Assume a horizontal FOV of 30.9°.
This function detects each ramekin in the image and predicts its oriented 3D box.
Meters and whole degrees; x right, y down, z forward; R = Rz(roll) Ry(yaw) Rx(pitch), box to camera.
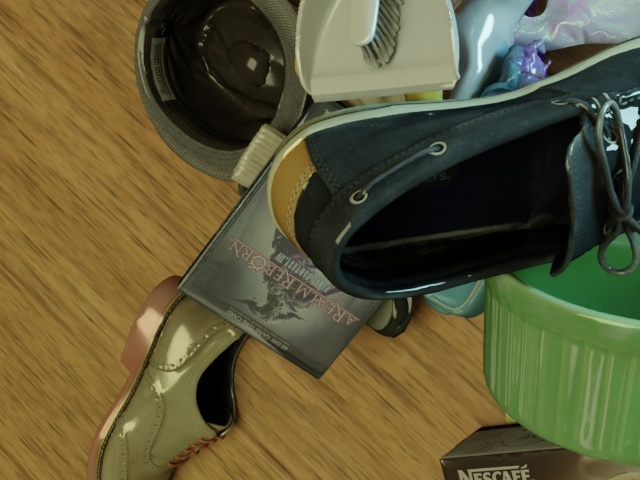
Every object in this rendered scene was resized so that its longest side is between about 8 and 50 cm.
[{"bbox_3d":[0.294,0.082,1.084,0.303,0.303,0.148,16,115,30],"label":"ramekin"}]

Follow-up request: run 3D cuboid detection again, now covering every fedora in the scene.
[{"bbox_3d":[-0.091,-0.203,1.376,0.275,0.124,0.244,31,113,28],"label":"fedora"}]

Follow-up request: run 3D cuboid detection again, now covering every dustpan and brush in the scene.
[{"bbox_3d":[0.041,-0.226,0.933,0.147,0.060,0.211,-1,81,33],"label":"dustpan and brush"}]

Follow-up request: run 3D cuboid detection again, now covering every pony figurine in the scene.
[{"bbox_3d":[0.169,-0.240,1.109,0.303,0.363,0.351,28,98,34],"label":"pony figurine"}]

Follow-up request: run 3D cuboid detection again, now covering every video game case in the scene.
[{"bbox_3d":[0.000,0.000,1.264,0.196,0.026,0.274,34,107,-13],"label":"video game case"}]

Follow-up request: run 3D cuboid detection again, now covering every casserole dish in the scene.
[{"bbox_3d":[0.161,0.004,1.306,0.114,0.037,0.188,35,115,22],"label":"casserole dish"}]

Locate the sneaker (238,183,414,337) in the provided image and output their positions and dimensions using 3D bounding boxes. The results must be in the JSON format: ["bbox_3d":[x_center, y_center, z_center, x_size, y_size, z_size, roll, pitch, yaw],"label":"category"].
[{"bbox_3d":[0.003,0.011,1.357,0.271,0.108,0.100,50,137,16],"label":"sneaker"}]

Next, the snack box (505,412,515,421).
[{"bbox_3d":[0.243,0.126,1.274,0.100,0.037,0.141,-9,94,35],"label":"snack box"}]

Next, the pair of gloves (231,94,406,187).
[{"bbox_3d":[0.048,-0.102,1.260,0.204,0.042,0.240,37,101,-19],"label":"pair of gloves"}]

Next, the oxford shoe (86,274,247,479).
[{"bbox_3d":[-0.201,0.251,1.531,0.146,0.140,0.397,25,114,19],"label":"oxford shoe"}]

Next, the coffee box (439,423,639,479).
[{"bbox_3d":[0.295,0.277,1.221,0.297,0.119,0.168,-12,94,34],"label":"coffee box"}]

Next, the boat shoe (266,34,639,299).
[{"bbox_3d":[0.208,-0.055,0.973,0.156,0.500,0.187,-112,13,-53],"label":"boat shoe"}]
